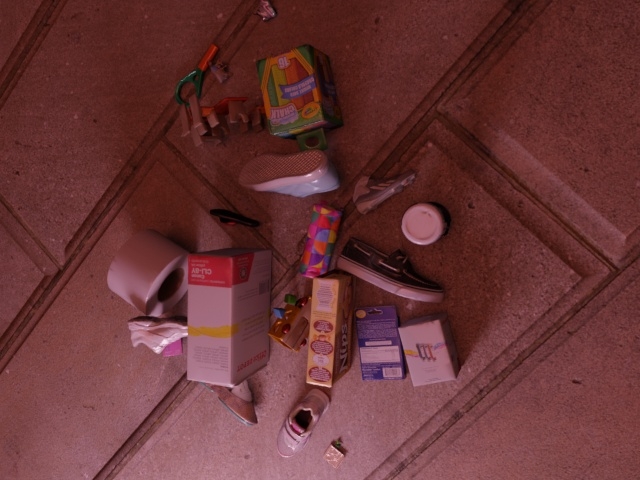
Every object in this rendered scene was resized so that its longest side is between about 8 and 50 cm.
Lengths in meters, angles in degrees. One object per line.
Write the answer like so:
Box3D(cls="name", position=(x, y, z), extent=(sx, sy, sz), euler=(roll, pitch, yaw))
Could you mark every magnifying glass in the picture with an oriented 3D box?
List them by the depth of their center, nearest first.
Box3D(cls="magnifying glass", position=(-0.407, -0.547, 1.992), extent=(0.092, 0.026, 0.231), euler=(40, 108, 14))

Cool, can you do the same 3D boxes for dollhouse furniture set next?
Box3D(cls="dollhouse furniture set", position=(-0.318, -0.394, 1.860), extent=(0.259, 0.262, 0.135), euler=(-17, 85, 52))

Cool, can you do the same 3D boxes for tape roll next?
Box3D(cls="tape roll", position=(-0.550, 0.105, 1.972), extent=(0.169, 0.246, 0.246), euler=(32, 104, 16))

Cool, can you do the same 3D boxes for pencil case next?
Box3D(cls="pencil case", position=(0.000, 0.000, 1.842), extent=(0.104, 0.104, 0.236), euler=(17, 98, 18))

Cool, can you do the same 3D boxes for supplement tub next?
Box3D(cls="supplement tub", position=(0.300, -0.050, 1.674), extent=(0.117, 0.190, 0.117), euler=(2, 94, 21))

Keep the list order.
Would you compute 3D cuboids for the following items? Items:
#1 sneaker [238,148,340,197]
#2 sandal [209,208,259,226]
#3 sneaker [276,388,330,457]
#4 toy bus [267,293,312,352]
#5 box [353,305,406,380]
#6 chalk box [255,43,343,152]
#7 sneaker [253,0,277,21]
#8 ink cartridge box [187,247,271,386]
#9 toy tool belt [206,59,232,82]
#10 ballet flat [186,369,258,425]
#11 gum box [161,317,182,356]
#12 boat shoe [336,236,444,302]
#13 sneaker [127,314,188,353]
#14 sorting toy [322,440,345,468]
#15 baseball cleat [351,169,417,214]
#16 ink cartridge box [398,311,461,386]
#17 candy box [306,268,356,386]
Box3D(cls="sneaker", position=(-0.098, -0.181, 1.849), extent=(0.366, 0.150, 0.135), euler=(4, 59, 42))
Box3D(cls="sandal", position=(-0.287, -0.064, 1.960), extent=(0.179, 0.067, 0.040), euler=(19, 111, 16))
Box3D(cls="sneaker", position=(-0.073, 0.587, 1.899), extent=(0.103, 0.111, 0.252), euler=(32, 104, 15))
Box3D(cls="toy bus", position=(-0.076, 0.243, 1.876), extent=(0.104, 0.202, 0.191), euler=(12, 107, 50))
Box3D(cls="box", position=(0.181, 0.310, 1.825), extent=(0.136, 0.036, 0.225), euler=(-6, 93, 20))
Box3D(cls="chalk box", position=(-0.053, -0.403, 1.786), extent=(0.180, 0.179, 0.289), euler=(-13, 89, 21))
Box3D(cls="sneaker", position=(-0.187, -0.736, 1.887), extent=(0.069, 0.038, 0.098), euler=(-28, 84, 19))
Box3D(cls="ink cartridge box", position=(-0.278, 0.224, 1.859), extent=(0.160, 0.279, 0.384), euler=(3, 94, 18))
Box3D(cls="toy tool belt", position=(-0.328, -0.560, 1.953), extent=(0.051, 0.052, 0.083), euler=(-34, 84, -12))
Box3D(cls="ballet flat", position=(-0.309, 0.478, 1.988), extent=(0.316, 0.107, 0.106), euler=(37, 92, 14))
Box3D(cls="gum box", position=(-0.498, 0.316, 2.007), extent=(0.062, 0.188, 0.107), euler=(-6, 90, -14))
Box3D(cls="boat shoe", position=(0.209, 0.081, 1.754), extent=(0.335, 0.121, 0.119), euler=(21, 98, 16))
Box3D(cls="sneaker", position=(-0.483, 0.295, 1.874), extent=(0.232, 0.090, 0.115), euler=(0, 97, 9))
Box3D(cls="sorting toy", position=(0.050, 0.678, 1.912), extent=(0.062, 0.012, 0.083), euler=(37, 109, 19))
Box3D(cls="baseball cleat", position=(0.179, -0.167, 1.775), extent=(0.206, 0.072, 0.109), euler=(-36, 75, 15))
Box3D(cls="ink cartridge box", position=(0.316, 0.309, 1.726), extent=(0.127, 0.128, 0.176), euler=(-15, 88, 21))
Box3D(cls="candy box", position=(0.036, 0.256, 1.797), extent=(0.088, 0.183, 0.316), euler=(7, 96, 20))
